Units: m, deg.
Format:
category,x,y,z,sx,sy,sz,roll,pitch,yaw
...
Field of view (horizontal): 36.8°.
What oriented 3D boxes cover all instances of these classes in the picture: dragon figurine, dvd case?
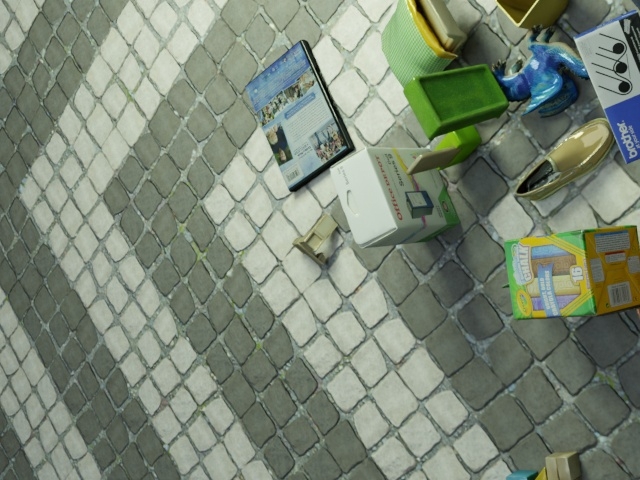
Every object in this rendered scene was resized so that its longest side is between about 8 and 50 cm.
category,x,y,z,sx,sy,sz,roll,pitch,yaw
dragon figurine,0.358,-0.249,1.559,0.289,0.085,0.144,-43,68,32
dvd case,-0.044,-0.248,1.929,0.180,0.022,0.253,-33,73,35

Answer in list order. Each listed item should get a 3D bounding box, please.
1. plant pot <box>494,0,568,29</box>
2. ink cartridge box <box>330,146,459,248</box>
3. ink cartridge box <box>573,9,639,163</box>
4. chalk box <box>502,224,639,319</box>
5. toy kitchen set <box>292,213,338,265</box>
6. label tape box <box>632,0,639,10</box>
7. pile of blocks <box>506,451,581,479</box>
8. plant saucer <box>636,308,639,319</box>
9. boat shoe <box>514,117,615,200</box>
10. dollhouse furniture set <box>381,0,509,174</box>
category,x,y,z,sx,sy,sz,roll,pitch,yaw
plant pot,0.349,-0.387,1.551,0.081,0.083,0.081,-54,46,29
ink cartridge box,0.131,-0.076,1.677,0.093,0.212,0.154,-30,75,37
ink cartridge box,0.464,-0.229,1.439,0.097,0.046,0.207,-23,101,18
chalk box,0.383,0.052,1.521,0.213,0.132,0.132,-8,89,54
toy kitchen set,0.000,0.000,1.915,0.068,0.075,0.083,42,165,-12
label tape box,0.537,-0.417,1.332,0.334,0.106,0.241,42,141,-22
pile of blocks,0.314,0.499,1.646,0.149,0.113,0.362,37,115,31
plant saucer,0.574,0.082,1.445,0.200,0.037,0.199,5,98,38
boat shoe,0.392,-0.125,1.551,0.190,0.072,0.068,-47,65,32
dollhouse furniture set,0.154,-0.282,1.636,0.301,0.151,0.197,64,153,16
